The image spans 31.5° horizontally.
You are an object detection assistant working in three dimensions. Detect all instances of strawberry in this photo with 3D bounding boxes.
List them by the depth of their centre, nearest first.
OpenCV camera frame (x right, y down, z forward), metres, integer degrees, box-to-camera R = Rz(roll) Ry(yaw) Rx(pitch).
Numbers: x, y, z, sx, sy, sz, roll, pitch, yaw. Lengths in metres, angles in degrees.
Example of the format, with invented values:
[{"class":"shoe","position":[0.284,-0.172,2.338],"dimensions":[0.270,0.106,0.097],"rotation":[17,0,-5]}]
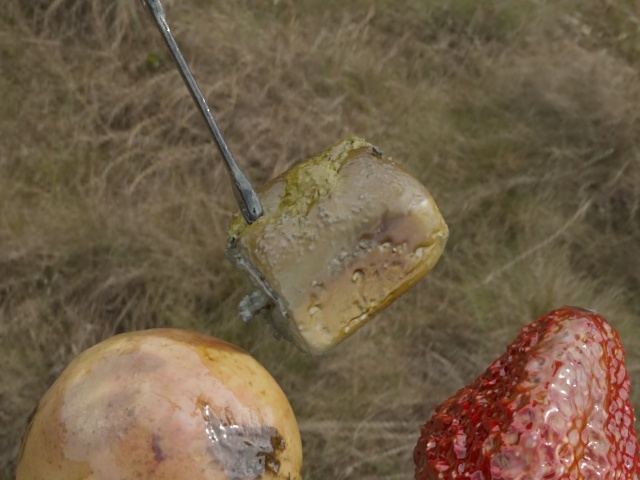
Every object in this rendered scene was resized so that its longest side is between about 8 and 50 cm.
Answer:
[{"class":"strawberry","position":[0.256,0.243,1.331],"dimensions":[0.267,0.312,0.351],"rotation":[24,88,7]}]

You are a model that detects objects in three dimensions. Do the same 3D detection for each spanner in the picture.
[{"class":"spanner","position":[-0.108,-0.125,1.003],"dimensions":[0.015,0.054,0.254],"rotation":[-25,77,-9]}]

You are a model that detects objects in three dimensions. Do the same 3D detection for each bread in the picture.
[{"class":"bread","position":[0.000,0.000,1.262],"dimensions":[0.246,0.195,0.176],"rotation":[-37,109,-9]}]

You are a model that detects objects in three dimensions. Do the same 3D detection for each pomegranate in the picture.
[{"class":"pomegranate","position":[-0.172,0.253,1.207],"dimensions":[0.322,0.322,0.322],"rotation":[9,52,-11]}]
